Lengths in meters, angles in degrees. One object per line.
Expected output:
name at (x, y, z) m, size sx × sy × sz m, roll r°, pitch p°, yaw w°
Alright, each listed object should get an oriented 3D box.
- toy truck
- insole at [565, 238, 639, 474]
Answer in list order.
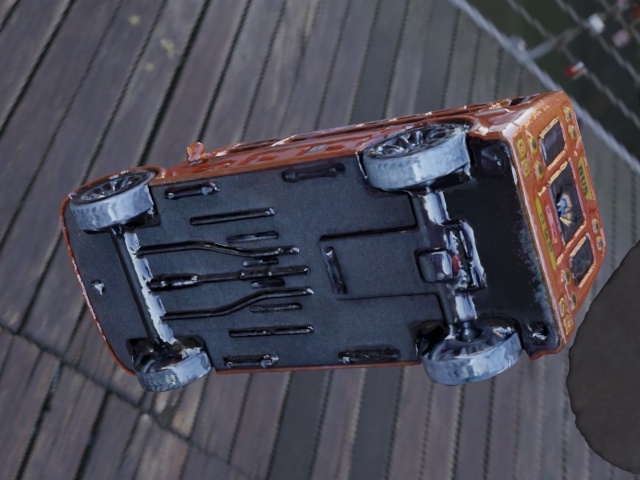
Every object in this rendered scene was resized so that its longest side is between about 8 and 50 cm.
toy truck at (0.000, 0.000, 0.569) m, size 0.114 × 0.252 × 0.108 m, roll -41°, pitch 118°, yaw -51°
insole at (0.196, -0.050, 0.395) m, size 0.007 × 0.328 × 0.111 m, roll 24°, pitch 21°, yaw -43°
